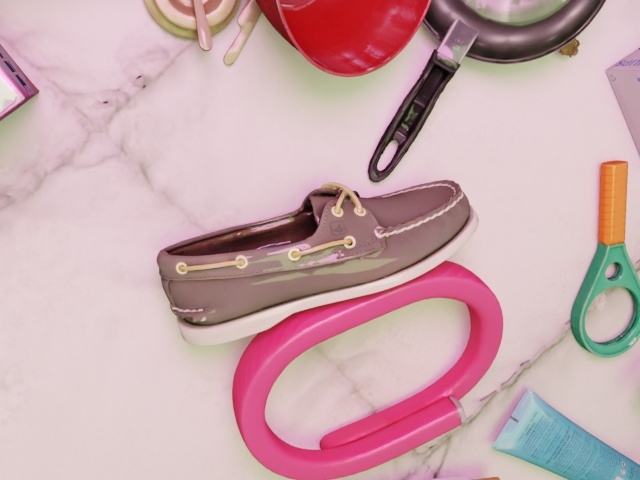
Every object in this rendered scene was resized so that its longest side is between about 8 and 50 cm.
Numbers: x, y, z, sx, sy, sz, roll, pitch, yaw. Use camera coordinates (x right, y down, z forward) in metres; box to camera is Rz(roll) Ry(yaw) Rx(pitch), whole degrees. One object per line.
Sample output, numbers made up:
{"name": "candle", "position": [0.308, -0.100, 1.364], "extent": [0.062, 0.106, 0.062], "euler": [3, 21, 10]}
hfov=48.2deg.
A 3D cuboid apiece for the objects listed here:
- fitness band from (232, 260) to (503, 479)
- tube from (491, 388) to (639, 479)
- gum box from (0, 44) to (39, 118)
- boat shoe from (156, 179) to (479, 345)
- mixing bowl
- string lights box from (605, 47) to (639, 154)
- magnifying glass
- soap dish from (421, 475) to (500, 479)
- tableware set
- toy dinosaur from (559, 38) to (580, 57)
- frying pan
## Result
{"name": "fitness band", "position": [0.054, 0.133, 0.722], "extent": [0.291, 0.054, 0.209], "euler": [-23, 123, -9]}
{"name": "tube", "position": [0.303, 0.255, 0.852], "extent": [0.207, 0.052, 0.080], "euler": [31, 86, -17]}
{"name": "gum box", "position": [-0.304, -0.170, 0.538], "extent": [0.062, 0.107, 0.188], "euler": [-37, 111, -4]}
{"name": "boat shoe", "position": [0.001, 0.002, 0.667], "extent": [0.305, 0.109, 0.091], "euler": [-20, 114, -5]}
{"name": "mixing bowl", "position": [0.005, -0.236, 0.595], "extent": [0.181, 0.098, 0.181], "euler": [-21, 124, -34]}
{"name": "string lights box", "position": [0.449, -0.191, 0.755], "extent": [0.260, 0.077, 0.133], "euler": [-33, 110, -5]}
{"name": "magnifying glass", "position": [0.329, 0.025, 0.808], "extent": [0.092, 0.026, 0.230], "euler": [-9, 106, -13]}
{"name": "soap dish", "position": [0.100, 0.421, 0.802], "extent": [0.229, 0.118, 0.290], "euler": [-3, 104, -14]}
{"name": "tableware set", "position": [-0.082, -0.264, 0.610], "extent": [0.128, 0.039, 0.194], "euler": [29, 96, -20]}
{"name": "toy dinosaur", "position": [0.201, -0.241, 0.687], "extent": [0.183, 0.053, 0.092], "euler": [23, 99, -20]}
{"name": "frying pan", "position": [0.122, -0.223, 0.658], "extent": [0.326, 0.053, 0.197], "euler": [-37, 96, 10]}
